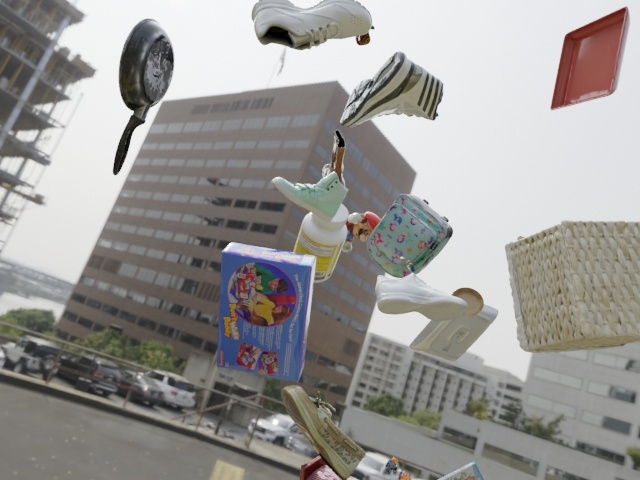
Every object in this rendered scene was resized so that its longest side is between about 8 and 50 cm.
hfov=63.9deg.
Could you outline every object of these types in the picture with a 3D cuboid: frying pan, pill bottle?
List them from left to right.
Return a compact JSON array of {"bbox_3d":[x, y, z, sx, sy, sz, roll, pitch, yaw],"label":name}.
[{"bbox_3d":[-0.386,-0.309,1.082,0.053,0.325,0.197,17,-13,5],"label":"frying pan"},{"bbox_3d":[0.000,0.000,2.099,0.188,0.187,0.333,19,-50,-1],"label":"pill bottle"}]

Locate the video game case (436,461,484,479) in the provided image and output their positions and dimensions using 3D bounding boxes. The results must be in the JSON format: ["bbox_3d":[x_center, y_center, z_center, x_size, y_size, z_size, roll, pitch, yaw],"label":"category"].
[{"bbox_3d":[0.390,0.716,1.461,0.119,0.166,0.015,62,1,-8],"label":"video game case"}]

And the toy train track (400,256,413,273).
[{"bbox_3d":[0.216,0.068,1.209,0.083,0.014,0.048,51,6,-21],"label":"toy train track"}]

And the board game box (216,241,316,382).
[{"bbox_3d":[-0.148,0.195,1.372,0.234,0.346,0.078,10,21,7],"label":"board game box"}]

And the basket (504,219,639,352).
[{"bbox_3d":[0.732,0.130,1.399,0.329,0.330,0.266,0,-15,-11],"label":"basket"}]

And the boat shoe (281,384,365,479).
[{"bbox_3d":[0.006,0.433,1.201,0.105,0.089,0.285,14,-42,60],"label":"boat shoe"}]

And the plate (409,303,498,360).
[{"bbox_3d":[0.500,0.334,1.882,0.277,0.278,0.045,24,22,-37],"label":"plate"}]

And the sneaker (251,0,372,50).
[{"bbox_3d":[-0.021,-0.515,1.254,0.298,0.129,0.111,-2,-33,1],"label":"sneaker"}]

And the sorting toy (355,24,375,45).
[{"bbox_3d":[0.126,-0.606,1.482,0.042,0.061,0.102,47,-4,33],"label":"sorting toy"}]

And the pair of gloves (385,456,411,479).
[{"bbox_3d":[0.224,0.667,1.477,0.083,0.010,0.074,46,28,16],"label":"pair of gloves"}]

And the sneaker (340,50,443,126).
[{"bbox_3d":[0.254,-0.452,1.769,0.258,0.169,0.448,24,-16,-18],"label":"sneaker"}]

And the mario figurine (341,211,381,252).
[{"bbox_3d":[0.128,-0.032,2.315,0.321,0.169,0.198,-10,-2,19],"label":"mario figurine"}]

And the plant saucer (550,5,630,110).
[{"bbox_3d":[0.831,-0.541,1.574,0.048,0.258,0.259,10,2,-15],"label":"plant saucer"}]

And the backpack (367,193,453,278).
[{"bbox_3d":[0.282,-0.001,1.706,0.225,0.253,0.191,44,27,19],"label":"backpack"}]

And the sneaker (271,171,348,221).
[{"bbox_3d":[-0.028,-0.177,1.642,0.256,0.151,0.094,27,10,-35],"label":"sneaker"}]

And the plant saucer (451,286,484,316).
[{"bbox_3d":[0.373,0.159,1.312,0.084,0.083,0.015,15,-31,16],"label":"plant saucer"}]

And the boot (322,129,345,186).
[{"bbox_3d":[0.057,-0.364,2.313,0.096,0.264,0.280,-2,-52,-2],"label":"boot"}]

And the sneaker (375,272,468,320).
[{"bbox_3d":[0.221,0.114,1.116,0.213,0.094,0.080,11,-43,-17],"label":"sneaker"}]

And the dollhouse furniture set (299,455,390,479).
[{"bbox_3d":[-0.011,0.638,1.145,0.202,0.152,0.374,13,7,29],"label":"dollhouse furniture set"}]

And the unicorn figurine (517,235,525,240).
[{"bbox_3d":[0.657,0.049,1.653,0.111,0.161,0.060,35,-56,-29],"label":"unicorn figurine"}]
